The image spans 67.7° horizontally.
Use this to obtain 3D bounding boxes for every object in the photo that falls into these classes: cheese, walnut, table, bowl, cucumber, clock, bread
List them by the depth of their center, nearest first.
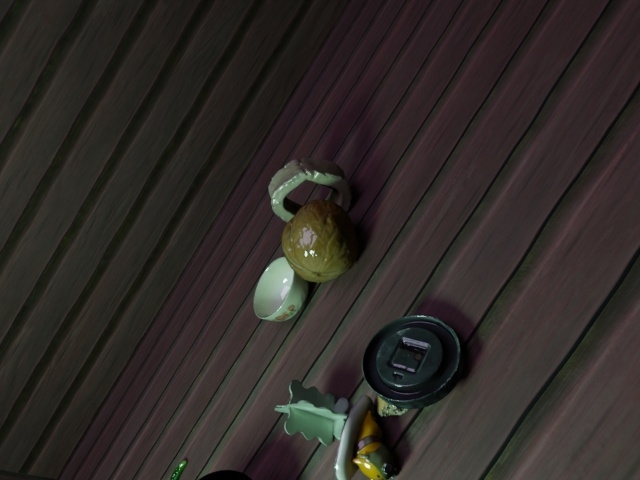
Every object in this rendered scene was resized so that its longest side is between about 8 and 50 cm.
[{"bbox_3d":[0.252,0.330,1.314,0.280,0.055,0.281,-20,36,15],"label":"clock"},{"bbox_3d":[0.220,0.435,1.356,0.125,0.082,0.106,-51,17,35],"label":"bread"},{"bbox_3d":[-0.028,0.542,1.506,0.166,0.198,0.167,-35,39,34],"label":"table"},{"bbox_3d":[0.000,0.000,1.840,0.332,0.332,0.333,-35,39,35],"label":"walnut"},{"bbox_3d":[-0.145,0.218,1.997,0.277,0.145,0.277,-37,36,34],"label":"bowl"},{"bbox_3d":[-0.046,-0.199,2.014,0.292,0.332,0.153,-60,29,26],"label":"cheese"},{"bbox_3d":[-0.648,1.051,2.139,0.155,0.037,0.037,-61,31,-3],"label":"cucumber"}]

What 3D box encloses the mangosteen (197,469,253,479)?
[{"bbox_3d":[-0.352,0.914,1.462,0.382,0.434,0.383,-2,-90,-90],"label":"mangosteen"}]

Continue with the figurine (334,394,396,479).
[{"bbox_3d":[0.150,0.558,1.324,0.140,0.167,0.250,0,49,30],"label":"figurine"}]
